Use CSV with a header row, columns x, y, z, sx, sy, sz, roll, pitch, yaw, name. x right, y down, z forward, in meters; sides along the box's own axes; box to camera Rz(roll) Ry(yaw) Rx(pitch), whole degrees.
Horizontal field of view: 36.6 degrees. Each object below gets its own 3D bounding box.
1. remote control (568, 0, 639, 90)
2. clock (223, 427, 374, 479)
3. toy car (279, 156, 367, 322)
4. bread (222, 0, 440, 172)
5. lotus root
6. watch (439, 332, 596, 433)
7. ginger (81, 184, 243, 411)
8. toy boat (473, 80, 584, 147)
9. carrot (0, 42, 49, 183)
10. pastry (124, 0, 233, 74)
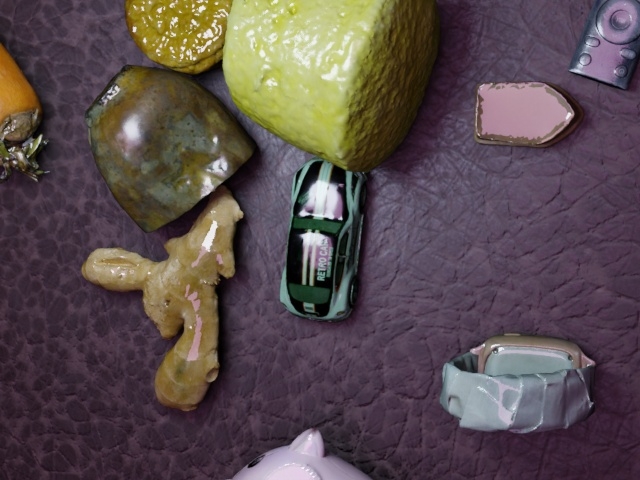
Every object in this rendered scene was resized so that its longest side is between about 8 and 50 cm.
x,y,z,sx,sy,sz,roll,pitch,yaw,name
0.533,-0.446,1.620,0.107,0.044,0.377,23,98,16,remote control
-0.007,0.536,1.714,0.368,0.250,0.376,-32,91,15,clock
0.000,0.000,1.745,0.136,0.125,0.305,8,97,15,toy car
0.016,-0.309,1.616,0.308,0.348,0.348,23,99,17,bread
-0.290,-0.187,1.735,0.267,0.149,0.260,-36,109,1,lotus root
0.328,0.245,1.612,0.253,0.241,0.161,2,92,14,watch
-0.249,0.108,1.819,0.348,0.122,0.363,-34,74,23,ginger
0.357,-0.219,1.669,0.188,0.061,0.116,3,94,14,toy boat
-0.651,-0.260,1.859,0.214,0.193,0.331,-37,87,-27,carrot
-0.237,-0.422,1.777,0.240,0.132,0.235,46,104,7,pastry
